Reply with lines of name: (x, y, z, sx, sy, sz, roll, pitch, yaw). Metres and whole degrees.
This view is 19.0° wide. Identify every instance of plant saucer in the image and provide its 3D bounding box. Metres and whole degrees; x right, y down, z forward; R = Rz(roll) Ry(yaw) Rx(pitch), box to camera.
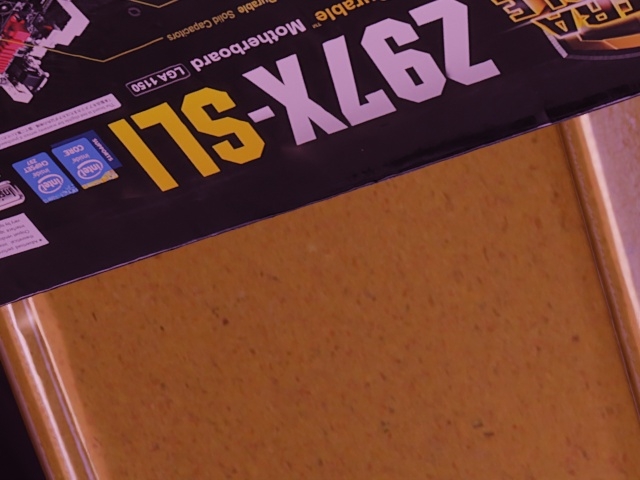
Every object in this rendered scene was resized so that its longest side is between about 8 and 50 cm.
plant saucer: (0.000, 0.000, 0.673, 0.332, 0.081, 0.333, -11, 108, 25)

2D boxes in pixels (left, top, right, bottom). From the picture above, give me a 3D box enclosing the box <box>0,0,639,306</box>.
box: (-0.056, -0.120, 0.500, 0.322, 0.079, 0.257, -18, 129, 27)
